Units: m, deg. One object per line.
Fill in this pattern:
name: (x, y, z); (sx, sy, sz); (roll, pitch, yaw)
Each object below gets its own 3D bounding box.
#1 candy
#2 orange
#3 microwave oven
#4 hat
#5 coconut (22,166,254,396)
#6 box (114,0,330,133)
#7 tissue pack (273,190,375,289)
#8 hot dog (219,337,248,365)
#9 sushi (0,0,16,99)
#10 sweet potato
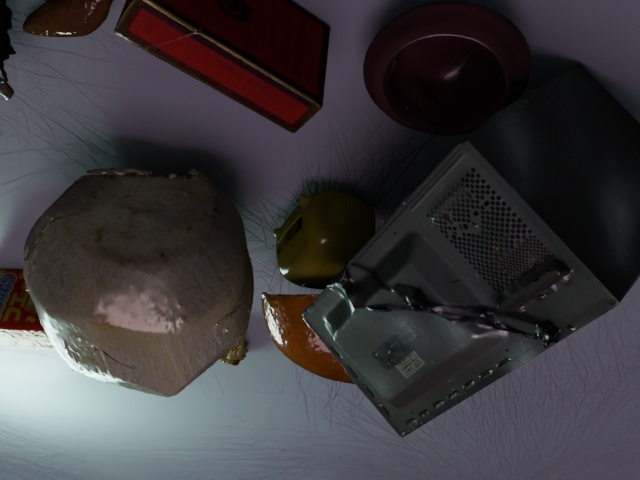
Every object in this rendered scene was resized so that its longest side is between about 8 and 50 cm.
candy: (-0.534, 0.137, 1.421); (0.276, 0.146, 0.088); (3, 142, 5)
orange: (0.063, 0.131, 1.282); (0.274, 0.310, 0.274); (34, 143, 30)
microwave oven: (0.220, 0.029, 0.973); (0.236, 0.374, 0.432); (48, 138, 8)
hat: (0.158, -0.220, 0.903); (0.206, 0.089, 0.205); (7, 141, 5)
coconut: (-0.276, 0.068, 1.141); (0.346, 0.346, 0.360); (6, 137, -1)
box: (-0.103, -0.248, 0.844); (0.240, 0.153, 0.074); (26, 143, -26)
tissue pack: (0.000, 0.000, 1.186); (0.127, 0.123, 0.178); (14, 146, -21)
hot dog: (-0.200, 0.237, 1.582); (0.078, 0.061, 0.169); (-3, 143, 8)
sushi: (-0.492, -0.260, 0.857); (0.225, 0.219, 0.238); (46, 168, 2)
sweet potato: (-0.296, -0.288, 0.892); (0.202, 0.055, 0.058); (-15, 139, 28)
